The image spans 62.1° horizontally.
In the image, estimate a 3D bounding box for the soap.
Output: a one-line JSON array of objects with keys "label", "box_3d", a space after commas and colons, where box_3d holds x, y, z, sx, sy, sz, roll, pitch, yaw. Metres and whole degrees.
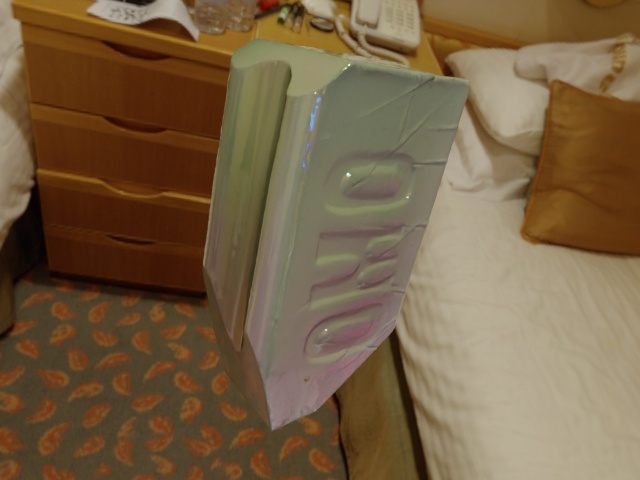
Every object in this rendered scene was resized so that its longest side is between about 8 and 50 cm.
[{"label": "soap", "box_3d": [0.000, 0.000, 0.517, 0.208, 0.347, 0.115, -8, 30, -42]}]
